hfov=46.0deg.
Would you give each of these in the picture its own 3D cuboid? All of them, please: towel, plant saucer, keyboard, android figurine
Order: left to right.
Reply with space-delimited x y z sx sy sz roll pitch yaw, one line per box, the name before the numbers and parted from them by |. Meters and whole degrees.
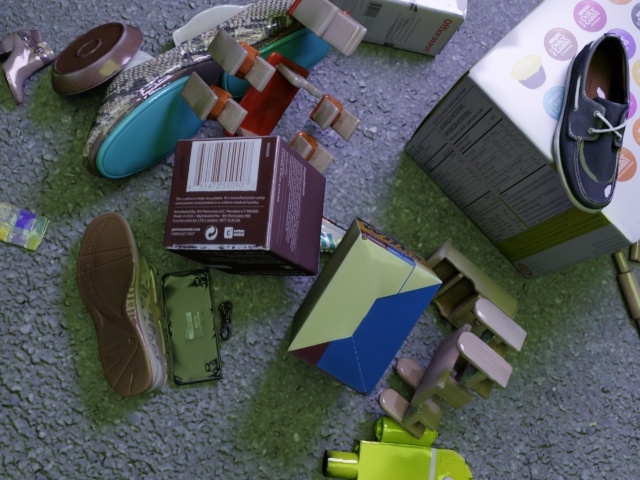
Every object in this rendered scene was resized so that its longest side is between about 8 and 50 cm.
towel | -0.479 -0.022 1.191 0.083 0.009 0.060 21 76 -5
plant saucer | -0.361 -0.296 1.197 0.168 0.029 0.168 -16 44 15
keyboard | -0.191 0.135 1.206 0.108 0.023 0.180 -8 81 -5
android figurine | 0.134 0.409 1.193 0.273 0.056 0.248 10 78 -6

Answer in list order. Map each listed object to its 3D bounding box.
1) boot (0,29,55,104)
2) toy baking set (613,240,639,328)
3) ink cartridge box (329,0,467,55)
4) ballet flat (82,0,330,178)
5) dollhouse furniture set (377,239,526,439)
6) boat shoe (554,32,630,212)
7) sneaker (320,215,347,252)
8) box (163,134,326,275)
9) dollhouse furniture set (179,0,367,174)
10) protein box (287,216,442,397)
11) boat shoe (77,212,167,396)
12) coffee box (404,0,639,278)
boot | -0.476 -0.288 1.229 0.087 0.042 0.118 -23 91 -21
toy baking set | 0.636 0.095 1.352 0.196 0.030 0.256 -11 81 -12
ink cartridge box | 0.125 -0.409 1.294 0.219 0.160 0.093 10 78 -9
ballet flat | -0.205 -0.276 1.232 0.483 0.164 0.182 -35 65 -20
dollhouse furniture set | 0.189 0.144 1.174 0.161 0.212 0.242 40 45 -2
boat shoe | 0.360 -0.154 0.982 0.084 0.079 0.233 8 81 -8
sneaker | 0.000 0.000 1.254 0.161 0.057 0.075 31 92 -4
box | -0.106 -0.046 1.135 0.168 0.203 0.167 0 77 21
dollhouse furniture set | -0.055 -0.258 1.166 0.259 0.262 0.135 -54 48 14
protein box | 0.062 0.092 1.137 0.136 0.201 0.200 31 97 -4
boat shoe | -0.302 0.098 1.169 0.104 0.089 0.285 -14 78 14
coffee box | 0.397 -0.189 1.206 0.337 0.338 0.334 -43 88 -14
